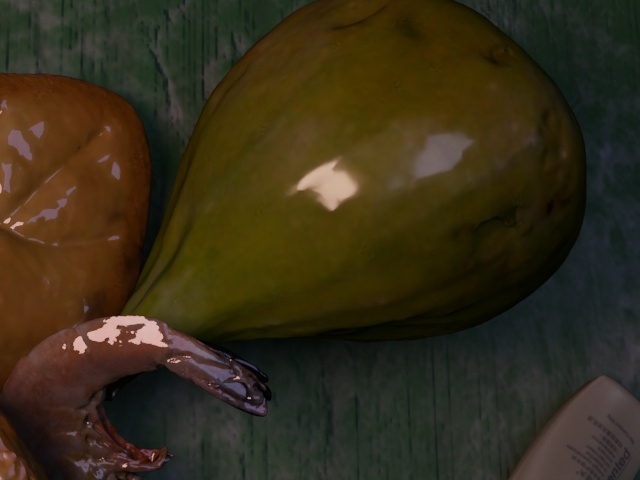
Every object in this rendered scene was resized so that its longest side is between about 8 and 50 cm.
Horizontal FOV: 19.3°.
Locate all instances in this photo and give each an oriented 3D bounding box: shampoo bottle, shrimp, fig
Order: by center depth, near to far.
[{"bbox_3d":[-0.080,0.132,1.070,0.219,0.152,0.046,53,14,-14],"label":"shrimp"},{"bbox_3d":[0.025,-0.011,1.118,0.233,0.233,0.314,42,57,-9],"label":"fig"},{"bbox_3d":[0.148,0.182,1.220,0.072,0.049,0.212,44,57,-13],"label":"shampoo bottle"}]

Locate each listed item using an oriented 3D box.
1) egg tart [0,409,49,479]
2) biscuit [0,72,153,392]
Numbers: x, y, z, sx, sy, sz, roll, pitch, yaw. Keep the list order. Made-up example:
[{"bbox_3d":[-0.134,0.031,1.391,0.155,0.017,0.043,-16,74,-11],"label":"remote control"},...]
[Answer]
[{"bbox_3d":[-0.267,0.178,0.952,0.294,0.123,0.294,9,69,-23],"label":"egg tart"},{"bbox_3d":[-0.195,-0.005,1.105,0.203,0.041,0.260,48,59,-5],"label":"biscuit"}]
